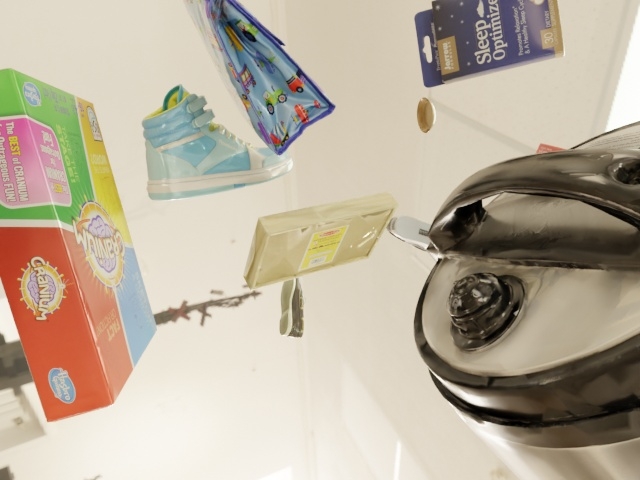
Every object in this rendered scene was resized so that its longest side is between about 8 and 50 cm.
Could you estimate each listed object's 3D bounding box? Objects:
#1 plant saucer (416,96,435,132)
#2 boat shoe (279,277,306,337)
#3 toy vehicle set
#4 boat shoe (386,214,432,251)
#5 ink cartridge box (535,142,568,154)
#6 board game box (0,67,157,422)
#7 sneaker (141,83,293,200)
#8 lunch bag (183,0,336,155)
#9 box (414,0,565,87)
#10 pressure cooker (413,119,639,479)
[{"bbox_3d":[0.252,-0.296,1.241,0.083,0.015,0.083,171,-90,-76],"label":"plant saucer"},{"bbox_3d":[-0.085,0.205,1.695,0.081,0.069,0.227,-40,-142,48],"label":"boat shoe"},{"bbox_3d":[0.000,0.000,0.952,0.035,0.267,0.166,59,-33,28],"label":"toy vehicle set"},{"bbox_3d":[0.268,-0.007,1.357,0.076,0.229,0.080,9,-97,69],"label":"boat shoe"},{"bbox_3d":[0.341,-0.031,0.787,0.067,0.115,0.198,32,-77,51],"label":"ink cartridge box"},{"bbox_3d":[-0.273,-0.004,0.582,0.242,0.064,0.316,-133,-150,-79],"label":"board game box"},{"bbox_3d":[-0.196,-0.203,1.028,0.127,0.319,0.208,5,-72,49],"label":"sneaker"},{"bbox_3d":[-0.138,-0.323,0.901,0.293,0.138,0.221,49,2,-38],"label":"lunch bag"},{"bbox_3d":[0.266,-0.340,0.856,0.225,0.036,0.136,-8,-88,26],"label":"box"},{"bbox_3d":[0.302,0.085,0.501,0.370,0.375,0.420,-35,-74,33],"label":"pressure cooker"}]
